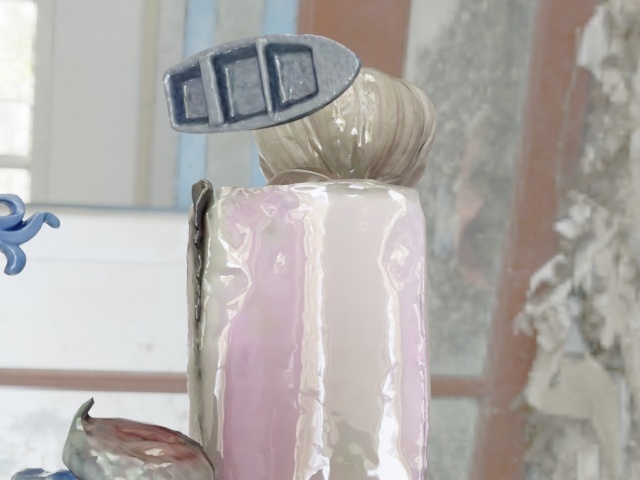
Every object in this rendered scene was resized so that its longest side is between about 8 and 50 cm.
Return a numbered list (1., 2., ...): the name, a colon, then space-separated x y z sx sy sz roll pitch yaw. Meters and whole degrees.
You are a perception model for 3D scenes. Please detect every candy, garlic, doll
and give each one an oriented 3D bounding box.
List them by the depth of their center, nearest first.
1. candy: -0.008 0.093 0.800 0.116 0.156 0.265 136 132 -80
2. doll: -0.356 0.004 1.242 0.067 0.206 0.110 -24 89 59
3. garlic: 0.042 -0.165 2.117 0.317 0.317 0.259 109 163 -61

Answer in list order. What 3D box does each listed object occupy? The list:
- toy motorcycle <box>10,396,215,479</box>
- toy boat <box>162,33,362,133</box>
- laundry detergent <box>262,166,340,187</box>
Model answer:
1. toy motorcycle: -0.058 0.187 0.483 0.182 0.241 0.319 -50 10 1
2. toy boat: -0.075 -0.217 1.722 0.078 0.283 0.127 8 -107 -75
3. laundry detergent: 0.000 0.000 1.883 0.171 0.076 0.237 -46 72 27
